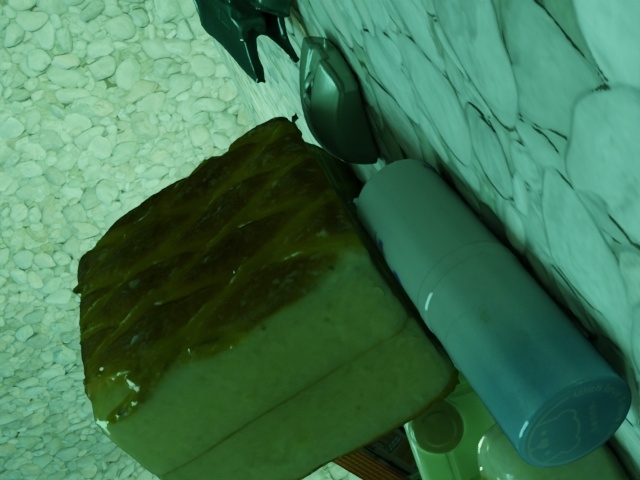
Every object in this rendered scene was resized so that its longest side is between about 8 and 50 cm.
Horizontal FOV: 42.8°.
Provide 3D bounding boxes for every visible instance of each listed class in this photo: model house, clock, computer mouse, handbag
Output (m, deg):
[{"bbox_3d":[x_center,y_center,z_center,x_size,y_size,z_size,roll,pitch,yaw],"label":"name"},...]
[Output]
[{"bbox_3d":[0.126,0.351,1.335,0.294,0.154,0.207,33,-175,-12],"label":"model house"},{"bbox_3d":[0.134,0.177,0.927,0.235,0.096,0.307,-101,-10,-62],"label":"clock"},{"bbox_3d":[0.011,-0.134,0.823,0.089,0.056,0.181,54,173,30],"label":"computer mouse"},{"bbox_3d":[-0.130,-0.351,0.880,0.238,0.089,0.326,58,174,50],"label":"handbag"}]

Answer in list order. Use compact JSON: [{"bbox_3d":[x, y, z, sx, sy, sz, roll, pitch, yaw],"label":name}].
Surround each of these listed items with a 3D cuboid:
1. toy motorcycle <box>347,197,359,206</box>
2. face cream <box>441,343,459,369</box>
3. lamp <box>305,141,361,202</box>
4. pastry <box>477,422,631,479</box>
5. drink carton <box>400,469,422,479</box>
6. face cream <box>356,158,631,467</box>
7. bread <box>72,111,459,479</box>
[{"bbox_3d":[0.000,0.000,0.977,0.151,0.229,0.074,59,-141,-12],"label":"toy motorcycle"},{"bbox_3d":[0.129,0.072,0.731,0.072,0.051,0.182,62,177,27],"label":"face cream"},{"bbox_3d":[-0.070,-0.013,1.151,0.250,0.284,0.250,157,90,-86],"label":"lamp"},{"bbox_3d":[0.185,0.198,0.607,0.156,0.092,0.156,58,178,3],"label":"pastry"},{"bbox_3d":[0.180,0.410,1.026,0.185,0.191,0.189,28,118,38],"label":"drink carton"},{"bbox_3d":[0.104,0.036,0.558,0.077,0.077,0.250,64,177,-40],"label":"face cream"},{"bbox_3d":[-0.064,0.065,0.762,0.207,0.279,0.279,55,-172,-36],"label":"bread"}]
